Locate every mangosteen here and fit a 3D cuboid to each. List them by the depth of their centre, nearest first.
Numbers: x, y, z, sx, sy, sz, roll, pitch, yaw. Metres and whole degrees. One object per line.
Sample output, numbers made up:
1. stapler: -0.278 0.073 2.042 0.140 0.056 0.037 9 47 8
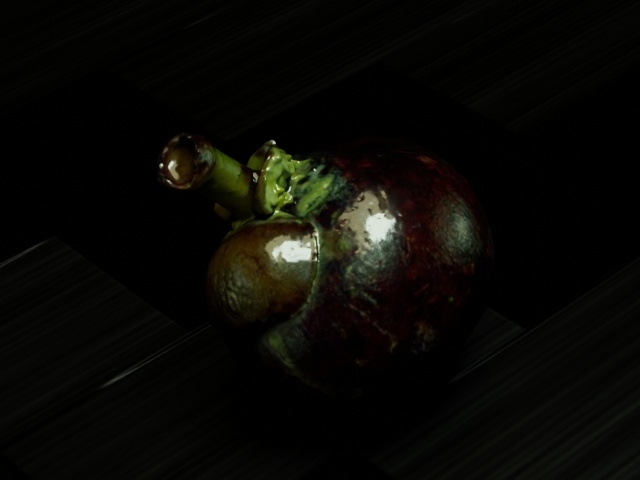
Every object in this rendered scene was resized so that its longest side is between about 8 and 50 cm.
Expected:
1. mangosteen: 0.000 0.000 1.512 0.231 0.289 0.231 -30 32 21
